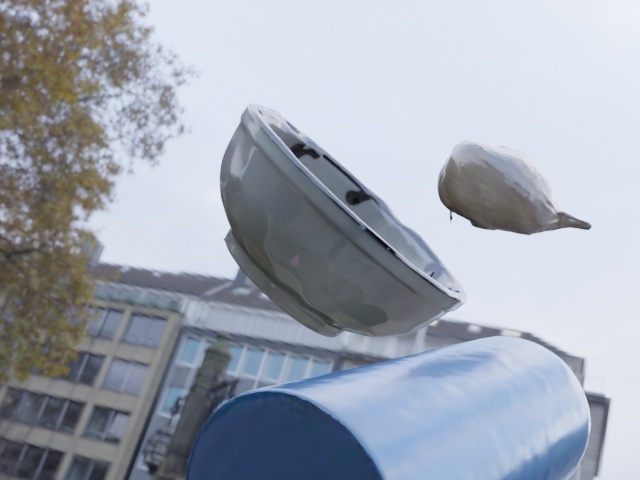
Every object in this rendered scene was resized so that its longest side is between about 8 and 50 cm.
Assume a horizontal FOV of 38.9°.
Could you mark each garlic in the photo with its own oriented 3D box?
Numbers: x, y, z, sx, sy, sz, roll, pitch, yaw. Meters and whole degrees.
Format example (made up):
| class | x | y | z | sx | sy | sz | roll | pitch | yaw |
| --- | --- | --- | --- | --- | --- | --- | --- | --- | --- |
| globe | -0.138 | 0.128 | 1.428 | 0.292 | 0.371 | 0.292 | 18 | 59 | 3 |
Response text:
| class | x | y | z | sx | sy | sz | roll | pitch | yaw |
| --- | --- | --- | --- | --- | --- | --- | --- | --- | --- |
| garlic | 0.136 | -0.044 | 0.694 | 0.084 | 0.152 | 0.066 | -15 | -69 | -1 |

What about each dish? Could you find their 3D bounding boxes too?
| class | x | y | z | sx | sy | sz | roll | pitch | yaw |
| --- | --- | --- | --- | --- | --- | --- | --- | --- | --- |
| dish | 0.000 | 0.000 | 0.862 | 0.303 | 0.120 | 0.303 | 41 | 9 | -8 |

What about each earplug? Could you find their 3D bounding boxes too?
| class | x | y | z | sx | sy | sz | roll | pitch | yaw |
| --- | --- | --- | --- | --- | --- | --- | --- | --- | --- |
| earplug | 0.067 | 0.121 | 0.515 | 0.132 | 0.132 | 0.273 | -6 | 1 | 38 |
